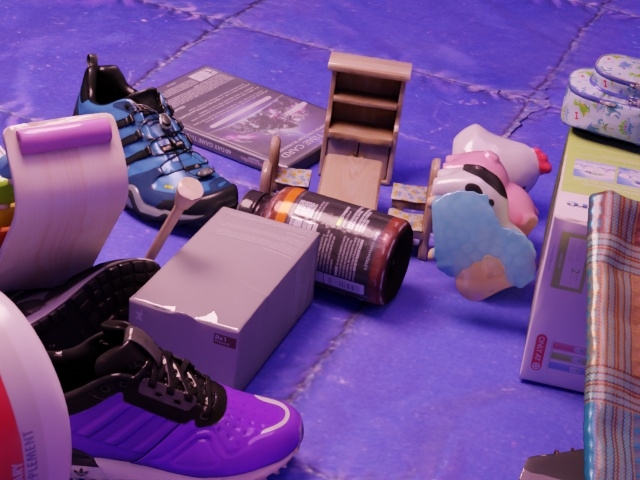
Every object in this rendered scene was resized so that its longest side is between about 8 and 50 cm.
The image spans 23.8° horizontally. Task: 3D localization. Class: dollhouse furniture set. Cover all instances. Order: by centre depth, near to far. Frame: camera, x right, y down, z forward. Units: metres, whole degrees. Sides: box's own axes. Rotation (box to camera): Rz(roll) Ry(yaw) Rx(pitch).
[{"bbox_3d":[0.045,-0.111,1.900,0.212,0.161,0.242,9,29,2],"label":"dollhouse furniture set"}]

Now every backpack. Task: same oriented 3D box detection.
[{"bbox_3d":[0.334,-0.162,1.713,0.114,0.084,0.105,13,27,16],"label":"backpack"}]

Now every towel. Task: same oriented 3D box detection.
[{"bbox_3d":[0.372,0.137,1.425,0.271,0.040,0.370,15,57,-12],"label":"towel"}]

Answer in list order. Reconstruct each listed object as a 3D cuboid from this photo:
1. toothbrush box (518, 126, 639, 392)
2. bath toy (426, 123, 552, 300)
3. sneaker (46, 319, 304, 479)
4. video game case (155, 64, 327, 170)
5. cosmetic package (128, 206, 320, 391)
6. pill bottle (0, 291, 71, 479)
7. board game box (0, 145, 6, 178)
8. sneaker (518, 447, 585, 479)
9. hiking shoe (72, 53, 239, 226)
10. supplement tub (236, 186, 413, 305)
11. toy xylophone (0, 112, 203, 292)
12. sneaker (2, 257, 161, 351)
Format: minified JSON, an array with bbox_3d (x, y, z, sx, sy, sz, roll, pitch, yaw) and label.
[{"bbox_3d":[0.309,0.010,1.697,0.122,0.206,0.283,11,30,7],"label":"toothbrush box"},{"bbox_3d":[0.211,-0.041,1.840,0.129,0.151,0.348,0,20,11],"label":"bath toy"},{"bbox_3d":[-0.157,0.146,1.407,0.293,0.146,0.102,3,29,-8],"label":"sneaker"},{"bbox_3d":[-0.107,-0.168,2.110,0.274,0.026,0.196,23,33,24],"label":"video game case"},{"bbox_3d":[-0.100,0.064,1.618,0.127,0.107,0.238,17,33,16],"label":"cosmetic package"},{"bbox_3d":[-0.421,0.187,1.191,0.407,0.229,0.229,-18,38,-37],"label":"pill bottle"},{"bbox_3d":[-0.491,-0.040,1.631,0.305,0.053,0.193,-32,52,-19],"label":"board game box"},{"bbox_3d":[0.265,0.213,1.449,0.118,0.083,0.222,20,32,21],"label":"sneaker"},{"bbox_3d":[-0.215,-0.118,1.882,0.304,0.132,0.113,30,36,35],"label":"hiking shoe"},{"bbox_3d":[0.000,0.000,1.748,0.198,0.106,0.106,17,31,18],"label":"supplement tub"},{"bbox_3d":[-0.267,-0.015,1.577,0.236,0.322,0.081,-7,65,-37],"label":"toy xylophone"},{"bbox_3d":[-0.285,0.074,1.558,0.124,0.107,0.283,18,29,33],"label":"sneaker"}]
